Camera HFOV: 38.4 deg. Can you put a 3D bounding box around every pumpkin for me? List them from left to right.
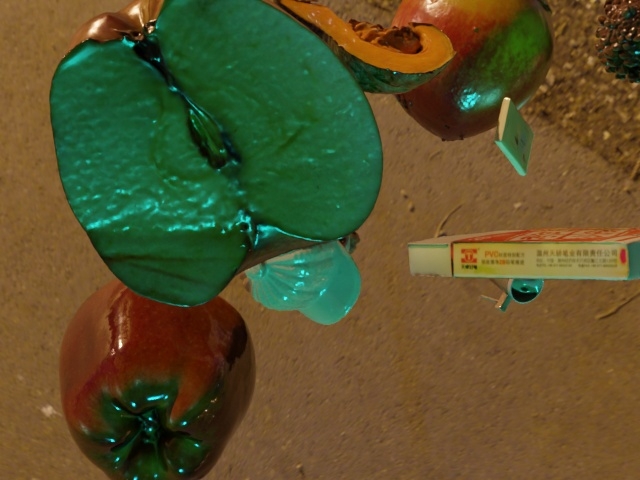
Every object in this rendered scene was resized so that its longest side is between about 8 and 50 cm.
[{"bbox_3d":[0.057,-0.264,1.379,0.279,0.111,0.163,9,37,-9],"label":"pumpkin"}]

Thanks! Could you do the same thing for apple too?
[{"bbox_3d":[-0.234,0.196,1.334,0.288,0.288,0.316,6,30,-6],"label":"apple"},{"bbox_3d":[-0.125,-0.120,1.069,0.329,0.295,0.364,-47,114,-37],"label":"apple"}]

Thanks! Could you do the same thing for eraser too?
[{"bbox_3d":[0.216,0.010,0.846,0.157,0.230,0.038,-7,94,-43],"label":"eraser"}]

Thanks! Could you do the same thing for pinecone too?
[{"bbox_3d":[0.674,-0.430,1.949,0.150,0.195,0.179,-22,40,-39],"label":"pinecone"}]

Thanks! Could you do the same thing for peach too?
[{"bbox_3d":[0.304,-0.388,1.906,0.370,0.370,0.369,3,71,-8],"label":"peach"}]

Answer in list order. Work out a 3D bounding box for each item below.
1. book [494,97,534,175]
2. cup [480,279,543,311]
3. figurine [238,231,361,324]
[{"bbox_3d":[0.302,-0.159,1.418,0.014,0.111,0.077,2,67,36],"label":"book"},{"bbox_3d":[0.363,0.080,1.752,0.074,0.099,0.102,6,110,-24],"label":"cup"},{"bbox_3d":[-0.026,-0.012,1.501,0.205,0.185,0.332,13,30,-1],"label":"figurine"}]
